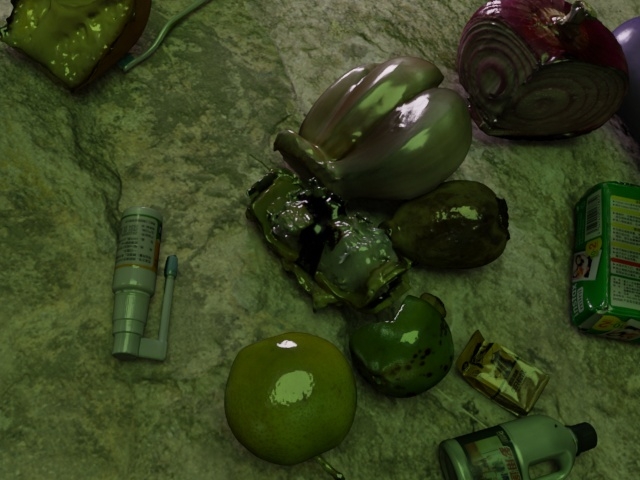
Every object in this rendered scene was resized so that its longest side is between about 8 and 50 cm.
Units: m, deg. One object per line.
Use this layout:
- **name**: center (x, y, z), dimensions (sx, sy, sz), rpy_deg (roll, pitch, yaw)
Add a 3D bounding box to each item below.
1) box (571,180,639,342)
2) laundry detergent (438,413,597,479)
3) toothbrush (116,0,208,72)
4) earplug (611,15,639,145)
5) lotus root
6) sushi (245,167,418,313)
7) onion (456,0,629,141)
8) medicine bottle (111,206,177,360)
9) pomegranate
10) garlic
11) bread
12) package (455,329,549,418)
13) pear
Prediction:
- **box**: center (0.497, 0.036, 1.204), dimensions (0.180, 0.103, 0.250), rpy_deg (12, 65, -3)
- **laundry detergent**: center (0.283, 0.301, 1.064), dimensions (0.226, 0.070, 0.099), rpy_deg (-11, 64, -15)
- **toothbrush**: center (-0.252, -0.374, 1.323), dimensions (0.026, 0.022, 0.263), rpy_deg (44, 66, -1)
- **earplug**: center (0.641, -0.193, 1.285), dimensions (0.215, 0.215, 0.455), rpy_deg (-21, 66, -17)
- **lotus root**: center (0.189, -0.023, 1.171), dimensions (0.214, 0.138, 0.138), rpy_deg (-3, 66, -3)
- **sushi**: center (0.000, 0.005, 1.119), dimensions (0.291, 0.131, 0.139), rpy_deg (40, 62, 21)
- **onion**: center (0.370, -0.305, 1.279), dimensions (0.256, 0.272, 0.230), rpy_deg (20, 45, -36)
- **medicine bottle**: center (-0.254, 0.064, 1.100), dimensions (0.092, 0.061, 0.220), rpy_deg (13, 63, -24)
- **pomegranate**: center (0.132, 0.149, 1.071), dimensions (0.169, 0.143, 0.122), rpy_deg (-23, 40, -29)
- **garlic**: center (0.102, -0.181, 1.199), dimensions (0.325, 0.132, 0.279), rpy_deg (-37, 57, -11)
- **bread**: center (-0.375, -0.379, 1.232), dimensions (0.204, 0.163, 0.262), rpy_deg (38, 107, 8)
- **package**: center (0.263, 0.197, 1.121), dimensions (0.131, 0.047, 0.071), rpy_deg (32, 67, 8)
- **pear**: center (-0.032, 0.229, 1.010), dimensions (0.180, 0.166, 0.216), rpy_deg (-20, 92, -31)
